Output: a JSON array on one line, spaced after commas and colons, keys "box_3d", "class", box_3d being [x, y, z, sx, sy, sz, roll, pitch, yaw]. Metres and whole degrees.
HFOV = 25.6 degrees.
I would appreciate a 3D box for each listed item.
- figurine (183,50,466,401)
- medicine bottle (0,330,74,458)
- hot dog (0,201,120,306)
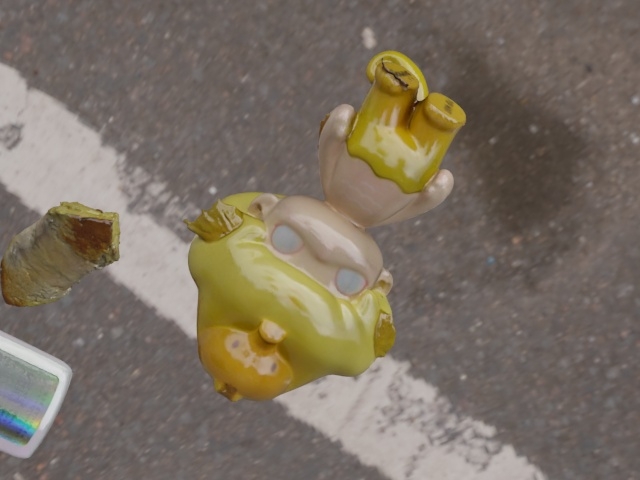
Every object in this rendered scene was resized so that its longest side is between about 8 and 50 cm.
[{"box_3d": [0.000, 0.000, 0.903, 0.156, 0.246, 0.131, 37, 21, -3], "class": "figurine"}, {"box_3d": [-0.380, 0.139, 1.482, 0.219, 0.078, 0.115, 30, 82, -27], "class": "medicine bottle"}, {"box_3d": [-0.232, 0.003, 1.283, 0.078, 0.169, 0.061, 49, 37, -17], "class": "hot dog"}]
